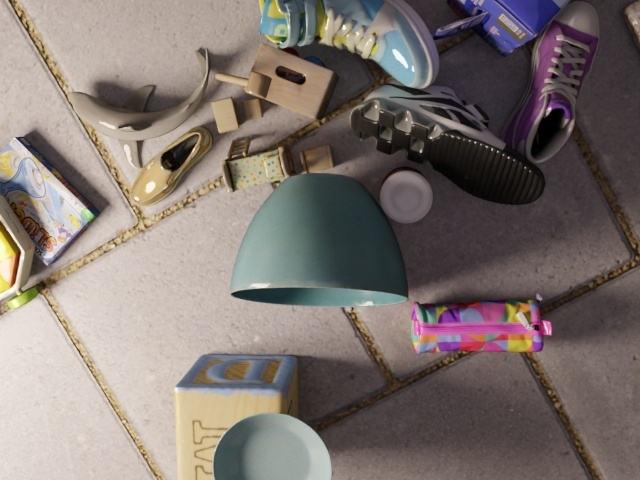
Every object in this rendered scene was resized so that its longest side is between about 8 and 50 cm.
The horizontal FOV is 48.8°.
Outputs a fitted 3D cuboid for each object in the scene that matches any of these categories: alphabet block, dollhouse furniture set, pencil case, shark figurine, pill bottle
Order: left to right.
[{"bbox_3d":[-0.294,-0.219,1.221,0.278,0.116,0.166,-17,99,9],"label":"shark figurine"},{"bbox_3d":[-0.141,0.325,1.259,0.193,0.192,0.197,0,98,6],"label":"alphabet block"},{"bbox_3d":[-0.083,-0.181,1.213,0.181,0.101,0.161,-12,98,7],"label":"dollhouse furniture set"},{"bbox_3d":[0.142,-0.080,1.186,0.086,0.152,0.086,1,99,5],"label":"pill bottle"},{"bbox_3d":[0.276,0.151,1.241,0.236,0.104,0.105,-3,99,6],"label":"pencil case"}]

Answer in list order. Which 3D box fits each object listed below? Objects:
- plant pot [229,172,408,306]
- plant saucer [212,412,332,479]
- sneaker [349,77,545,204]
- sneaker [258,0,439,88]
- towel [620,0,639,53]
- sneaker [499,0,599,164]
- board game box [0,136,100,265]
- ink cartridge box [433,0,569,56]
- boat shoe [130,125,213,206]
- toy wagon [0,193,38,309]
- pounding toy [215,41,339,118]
[{"bbox_3d":[0.000,0.000,1.168,0.290,0.290,0.196,1,79,5],"label":"plant pot"},{"bbox_3d":[-0.076,0.365,1.145,0.194,0.037,0.195,1,99,5],"label":"plant saucer"},{"bbox_3d":[0.226,-0.180,1.153,0.330,0.122,0.146,29,57,13],"label":"sneaker"},{"bbox_3d":[0.024,-0.330,1.117,0.208,0.127,0.319,-36,78,-26],"label":"sneaker"},{"bbox_3d":[0.636,-0.299,1.163,0.187,0.049,0.282,-26,96,8],"label":"towel"},{"bbox_3d":[0.391,-0.250,1.132,0.102,0.161,0.282,18,100,-3],"label":"sneaker"},{"bbox_3d":[-0.526,-0.072,1.301,0.201,0.035,0.136,44,100,-3],"label":"board game box"},{"bbox_3d":[0.338,-0.433,1.052,0.151,0.270,0.395,41,100,-1],"label":"ink cartridge box"},{"bbox_3d":[-0.274,-0.132,1.252,0.068,0.072,0.190,43,100,-3],"label":"boat shoe"},{"bbox_3d":[-0.696,0.044,1.302,0.344,0.068,0.267,-26,102,13],"label":"toy wagon"},{"bbox_3d":[-0.071,-0.273,1.144,0.181,0.206,0.094,22,100,1],"label":"pounding toy"}]
